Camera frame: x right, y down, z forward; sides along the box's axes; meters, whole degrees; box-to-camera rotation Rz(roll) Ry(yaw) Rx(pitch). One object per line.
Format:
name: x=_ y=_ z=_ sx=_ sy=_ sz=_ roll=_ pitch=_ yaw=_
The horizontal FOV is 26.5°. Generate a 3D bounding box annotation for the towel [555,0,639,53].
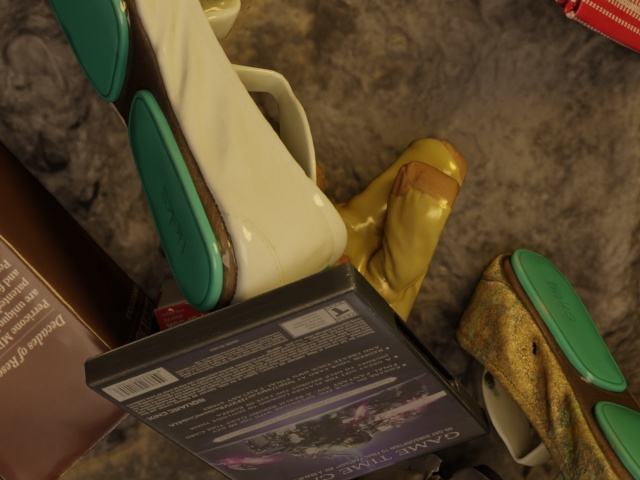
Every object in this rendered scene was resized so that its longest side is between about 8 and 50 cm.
towel: x=0.283 y=-0.271 z=1.008 sx=0.199 sy=0.031 sz=0.275 roll=11 pitch=108 yaw=-50

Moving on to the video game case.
video game case: x=-0.012 y=0.114 z=0.975 sx=0.196 sy=0.026 sz=0.274 roll=-21 pitch=147 yaw=16

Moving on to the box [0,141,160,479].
box: x=-0.291 y=-0.007 z=1.020 sx=0.143 sy=0.191 sz=0.381 roll=-40 pitch=102 yaw=6

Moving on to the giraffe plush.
giraffe plush: x=0.000 y=0.000 z=1.052 sx=0.170 sy=0.181 sz=0.210 roll=22 pitch=86 yaw=5

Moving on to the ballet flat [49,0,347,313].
ballet flat: x=-0.098 y=-0.125 z=0.994 sx=0.139 sy=0.139 sz=0.400 roll=-28 pitch=69 yaw=4

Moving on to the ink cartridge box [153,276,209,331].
ink cartridge box: x=-0.085 y=0.097 z=1.099 sx=0.056 sy=0.099 sz=0.135 roll=-17 pitch=103 yaw=2

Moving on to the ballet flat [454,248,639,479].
ballet flat: x=0.195 y=0.148 z=1.017 sx=0.123 sy=0.348 sz=0.123 roll=-12 pitch=131 yaw=-14

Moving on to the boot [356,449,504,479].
boot: x=-0.002 y=0.258 z=1.122 sx=0.223 sy=0.338 sz=0.118 roll=-56 pitch=141 yaw=-29
